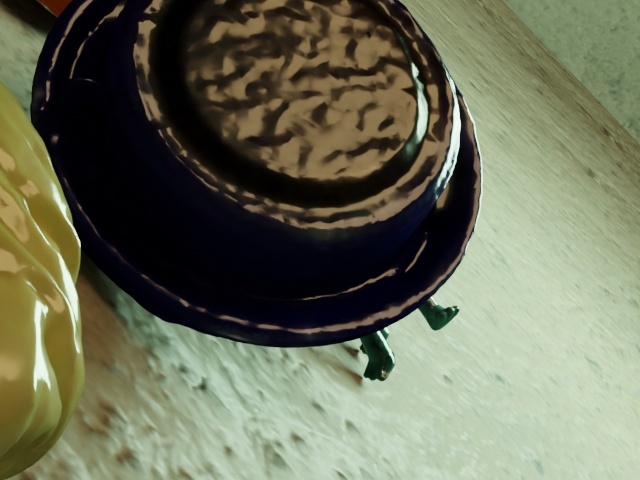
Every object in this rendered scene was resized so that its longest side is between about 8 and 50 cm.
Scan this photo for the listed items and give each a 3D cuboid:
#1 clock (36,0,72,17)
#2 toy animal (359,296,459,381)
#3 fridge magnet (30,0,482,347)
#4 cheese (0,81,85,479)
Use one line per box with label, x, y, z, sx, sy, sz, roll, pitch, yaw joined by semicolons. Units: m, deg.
clock;-0.182;-0.210;1.076;0.205;0.051;0.205;45;18;-20
toy animal;0.000;0.000;1.022;0.208;0.100;0.103;46;-16;-25
fridge magnet;-0.029;-0.064;0.907;0.265;0.113;0.265;9;59;-16
cheese;-0.186;-0.002;0.566;0.226;0.117;0.214;23;35;-45
